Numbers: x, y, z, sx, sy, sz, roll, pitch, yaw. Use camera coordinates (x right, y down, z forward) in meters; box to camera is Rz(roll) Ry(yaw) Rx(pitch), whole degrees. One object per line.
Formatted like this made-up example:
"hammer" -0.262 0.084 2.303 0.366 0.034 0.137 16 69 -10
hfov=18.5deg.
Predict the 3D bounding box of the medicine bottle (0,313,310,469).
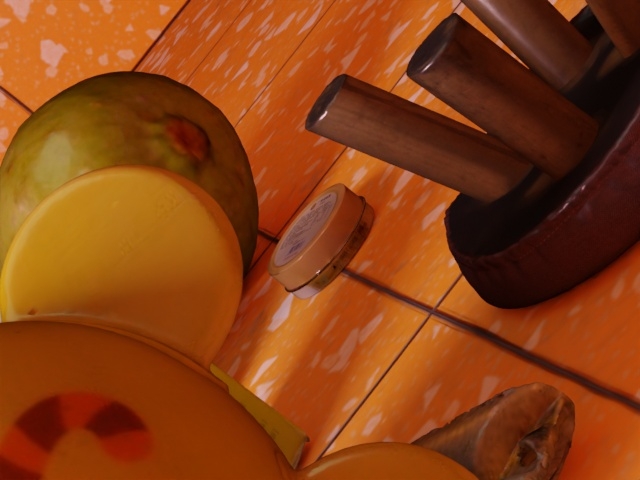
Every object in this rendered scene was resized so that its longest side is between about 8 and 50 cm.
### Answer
"medicine bottle" -0.153 0.139 1.408 0.137 0.250 0.141 -31 27 48

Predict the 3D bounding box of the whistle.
"whistle" 0.034 0.165 1.170 0.326 0.057 0.068 -32 27 49

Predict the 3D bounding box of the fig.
"fig" -0.199 -0.010 1.888 0.326 0.258 0.258 -54 8 51

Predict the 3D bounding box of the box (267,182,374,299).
"box" 0.000 0.000 1.690 0.105 0.037 0.105 -46 17 18

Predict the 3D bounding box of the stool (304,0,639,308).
"stool" 0.138 -0.108 1.277 0.272 0.178 0.272 -48 15 17

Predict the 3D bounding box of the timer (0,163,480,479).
"timer" -0.124 0.186 1.074 0.387 0.376 0.376 -44 15 -4
